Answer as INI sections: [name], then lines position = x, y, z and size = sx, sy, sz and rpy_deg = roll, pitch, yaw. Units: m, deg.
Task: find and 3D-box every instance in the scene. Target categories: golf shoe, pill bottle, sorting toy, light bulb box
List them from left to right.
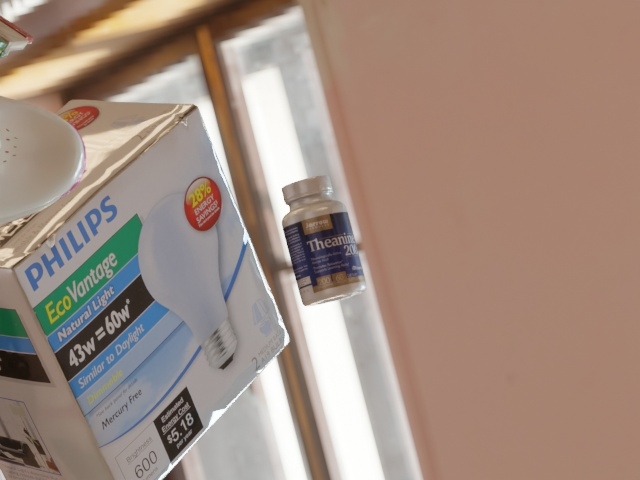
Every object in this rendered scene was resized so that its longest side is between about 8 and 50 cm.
[golf shoe]
position = -0.310, -0.071, 1.283
size = 0.306, 0.115, 0.140
rpy_deg = 2, 170, -27
[sorting toy]
position = -0.374, -0.223, 1.789
size = 0.046, 0.132, 0.274
rpy_deg = -56, -174, 6
[light bulb box]
position = -0.268, 0.070, 2.119
size = 0.225, 0.361, 0.358
rpy_deg = 5, -142, 38
[pill bottle]
position = 0.000, 0.000, 1.709
size = 0.067, 0.120, 0.067
rpy_deg = -15, 174, -2
